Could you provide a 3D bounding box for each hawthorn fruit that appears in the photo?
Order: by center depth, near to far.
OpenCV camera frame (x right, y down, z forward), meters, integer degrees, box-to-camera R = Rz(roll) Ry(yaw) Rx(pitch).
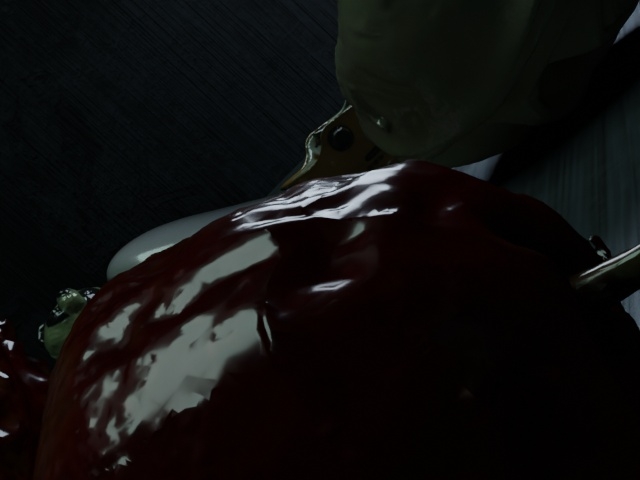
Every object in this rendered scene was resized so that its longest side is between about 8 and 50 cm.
[{"bbox_3d":[0.039,0.065,0.438,0.266,0.210,0.230,-30,-1,18],"label":"hawthorn fruit"}]

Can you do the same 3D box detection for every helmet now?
[{"bbox_3d":[0.054,-0.132,1.621,0.224,0.130,0.198,-58,4,-4],"label":"helmet"}]

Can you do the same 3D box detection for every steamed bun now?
[{"bbox_3d":[0.168,-0.208,1.053,0.310,0.219,0.324,-44,-29,-35],"label":"steamed bun"}]

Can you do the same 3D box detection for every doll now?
[{"bbox_3d":[-0.242,0.151,1.458,0.143,0.234,0.135,-55,13,0],"label":"doll"}]

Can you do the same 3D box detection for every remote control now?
[{"bbox_3d":[-0.100,0.007,1.448,0.332,0.103,0.221,-13,-2,1],"label":"remote control"}]

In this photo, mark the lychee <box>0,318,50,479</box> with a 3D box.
[{"bbox_3d":[-0.390,0.279,0.961,0.424,0.424,0.500,151,133,-68],"label":"lychee"}]

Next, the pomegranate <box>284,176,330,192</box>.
[{"bbox_3d":[0.007,-0.004,1.258,0.129,0.129,0.159,-47,-4,6],"label":"pomegranate"}]
